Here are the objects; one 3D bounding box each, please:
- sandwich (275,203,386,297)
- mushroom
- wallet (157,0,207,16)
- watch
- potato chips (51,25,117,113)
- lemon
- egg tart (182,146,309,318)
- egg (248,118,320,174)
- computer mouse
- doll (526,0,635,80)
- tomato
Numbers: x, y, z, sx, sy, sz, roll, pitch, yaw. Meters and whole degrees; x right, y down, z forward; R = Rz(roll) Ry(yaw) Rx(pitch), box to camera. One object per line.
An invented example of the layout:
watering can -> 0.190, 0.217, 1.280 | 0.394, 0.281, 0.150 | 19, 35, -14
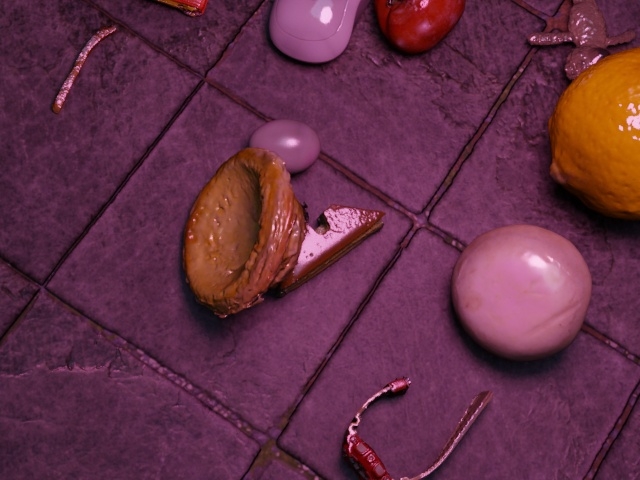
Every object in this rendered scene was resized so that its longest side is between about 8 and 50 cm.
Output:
sandwich -> 0.000, 0.000, 1.706 | 0.244, 0.090, 0.088 | -35, 82, -11
mushroom -> 0.359, 0.087, 1.657 | 0.246, 0.202, 0.246 | 7, 102, 33
wallet -> -0.325, -0.537, 1.846 | 0.241, 0.067, 0.141 | 16, 77, 1
watch -> 0.158, 0.316, 1.638 | 0.165, 0.102, 0.268 | 41, 69, 9
potato chips -> -0.459, -0.333, 1.806 | 0.037, 0.026, 0.204 | 32, 75, -8
lemon -> 0.579, -0.191, 1.676 | 0.336, 0.336, 0.336 | 1, 75, -3
egg tart -> -0.122, -0.012, 1.646 | 0.120, 0.315, 0.315 | 18, 70, -38
egg -> -0.067, -0.173, 1.742 | 0.135, 0.103, 0.103 | 0, 75, 0
computer mouse -> 0.006, -0.485, 1.815 | 0.184, 0.121, 0.297 | 23, 78, 17
doll -> 0.534, -0.427, 1.860 | 0.202, 0.091, 0.286 | 28, 65, -7
tomato -> 0.186, -0.450, 1.811 | 0.187, 0.151, 0.187 | -11, 72, 37
